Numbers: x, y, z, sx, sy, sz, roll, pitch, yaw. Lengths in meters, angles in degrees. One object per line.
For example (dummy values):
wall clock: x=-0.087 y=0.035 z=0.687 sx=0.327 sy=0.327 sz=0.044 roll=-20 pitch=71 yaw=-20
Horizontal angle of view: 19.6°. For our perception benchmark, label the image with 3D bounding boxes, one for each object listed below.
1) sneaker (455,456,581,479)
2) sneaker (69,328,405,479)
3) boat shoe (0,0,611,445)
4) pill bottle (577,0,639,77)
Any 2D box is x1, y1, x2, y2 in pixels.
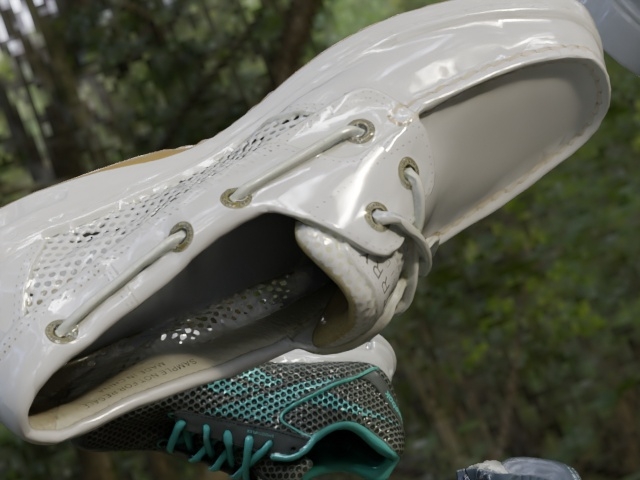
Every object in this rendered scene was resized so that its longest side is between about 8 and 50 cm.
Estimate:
sneaker: x=0.144 y=0.148 z=0.750 sx=0.122 sy=0.110 sz=0.283 roll=-25 pitch=-37 yaw=9
sneaker: x=-0.033 y=0.084 z=0.847 sx=0.166 sy=0.076 sz=0.065 roll=-5 pitch=-41 yaw=-20
boat shoe: x=0.000 y=0.000 z=0.686 sx=0.277 sy=0.096 sz=0.098 roll=-27 pitch=-47 yaw=-10
pill bottle: x=0.225 y=-0.177 z=0.990 sx=0.108 sy=0.108 sz=0.193 roll=-10 pitch=-37 yaw=-53
